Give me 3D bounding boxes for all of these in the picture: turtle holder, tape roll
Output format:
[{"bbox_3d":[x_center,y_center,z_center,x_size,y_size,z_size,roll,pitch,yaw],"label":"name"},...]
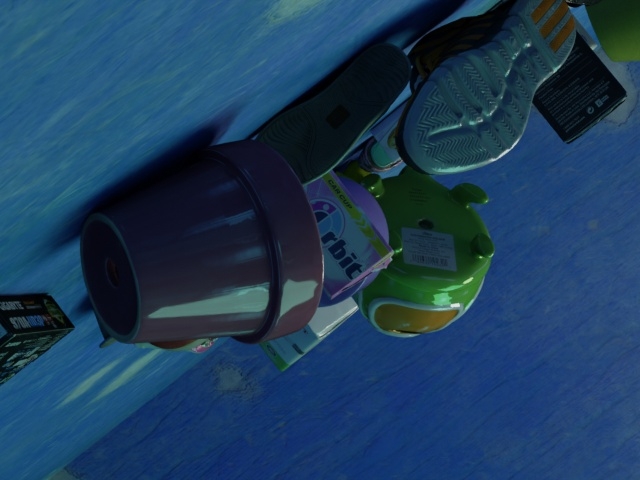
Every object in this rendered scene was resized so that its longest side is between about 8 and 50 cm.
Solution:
[{"bbox_3d":[0.135,0.012,2.278,0.243,0.320,0.227,-13,138,-30],"label":"turtle holder"},{"bbox_3d":[0.000,0.000,2.031,0.189,0.189,0.080,-39,175,20],"label":"tape roll"}]

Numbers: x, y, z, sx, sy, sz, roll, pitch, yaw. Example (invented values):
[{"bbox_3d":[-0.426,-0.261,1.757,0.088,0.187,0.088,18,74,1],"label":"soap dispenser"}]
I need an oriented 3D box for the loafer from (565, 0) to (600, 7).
[{"bbox_3d":[0.368,-0.366,1.939,0.078,0.076,0.223,-30,176,22],"label":"loafer"}]

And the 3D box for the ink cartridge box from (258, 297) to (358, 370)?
[{"bbox_3d":[-0.061,0.121,2.710,0.115,0.198,0.273,-36,176,-25],"label":"ink cartridge box"}]

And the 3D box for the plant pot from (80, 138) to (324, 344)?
[{"bbox_3d":[-0.124,0.016,1.336,0.180,0.201,0.201,-16,165,-31],"label":"plant pot"}]

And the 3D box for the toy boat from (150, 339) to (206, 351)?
[{"bbox_3d":[-0.137,0.006,1.545,0.231,0.151,0.151,-37,146,-1],"label":"toy boat"}]

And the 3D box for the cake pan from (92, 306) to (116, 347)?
[{"bbox_3d":[-0.173,0.039,1.785,0.293,0.054,0.293,-33,179,0],"label":"cake pan"}]

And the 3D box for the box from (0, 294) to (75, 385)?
[{"bbox_3d":[-0.359,0.127,1.413,0.175,0.051,0.220,-38,176,4],"label":"box"}]

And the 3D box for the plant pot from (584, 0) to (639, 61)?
[{"bbox_3d":[0.583,-0.406,2.216,0.294,0.274,0.275,-22,-178,24],"label":"plant pot"}]

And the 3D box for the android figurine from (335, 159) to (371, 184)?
[{"bbox_3d":[-0.007,-0.003,2.251,0.273,0.056,0.248,-54,166,-24],"label":"android figurine"}]

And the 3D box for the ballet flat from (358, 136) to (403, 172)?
[{"bbox_3d":[0.150,-0.175,2.244,0.222,0.076,0.079,-31,-168,-20],"label":"ballet flat"}]

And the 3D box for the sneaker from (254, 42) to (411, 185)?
[{"bbox_3d":[0.012,-0.124,1.541,0.222,0.083,0.118,-38,176,-1],"label":"sneaker"}]

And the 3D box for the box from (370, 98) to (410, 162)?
[{"bbox_3d":[0.218,-0.240,2.076,0.324,0.067,0.063,-38,176,21],"label":"box"}]

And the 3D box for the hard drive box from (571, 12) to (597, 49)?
[{"bbox_3d":[0.361,-0.293,2.478,0.232,0.089,0.181,-37,175,-10],"label":"hard drive box"}]

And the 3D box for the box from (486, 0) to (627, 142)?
[{"bbox_3d":[0.318,-0.243,1.905,0.108,0.207,0.153,-39,176,11],"label":"box"}]

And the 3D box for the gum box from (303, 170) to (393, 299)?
[{"bbox_3d":[0.007,-0.017,1.912,0.107,0.188,0.062,-37,175,-4],"label":"gum box"}]

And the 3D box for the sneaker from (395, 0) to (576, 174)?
[{"bbox_3d":[0.154,-0.166,1.591,0.180,0.124,0.321,-14,-156,50],"label":"sneaker"}]

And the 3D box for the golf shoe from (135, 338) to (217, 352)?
[{"bbox_3d":[-0.190,0.088,2.148,0.140,0.115,0.306,-11,-168,26],"label":"golf shoe"}]
